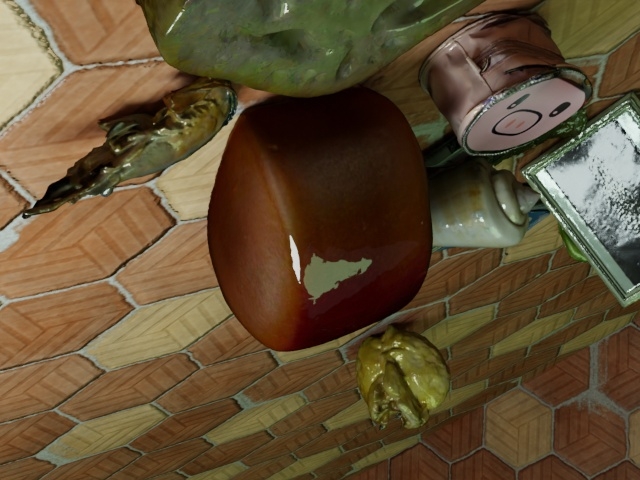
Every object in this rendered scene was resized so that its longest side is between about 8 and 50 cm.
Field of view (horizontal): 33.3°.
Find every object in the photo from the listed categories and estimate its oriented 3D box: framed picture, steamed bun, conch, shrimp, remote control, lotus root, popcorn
[{"bbox_3d":[0.492,-0.058,1.715,0.231,0.293,0.018,-38,-179,30],"label":"framed picture"},{"bbox_3d":[0.000,0.000,1.347,0.235,0.248,0.379,-16,157,-22],"label":"steamed bun"},{"bbox_3d":[0.196,-0.060,1.580,0.255,0.158,0.127,-4,132,12],"label":"conch"},{"bbox_3d":[-0.204,-0.109,1.121,0.262,0.066,0.117,-29,150,-31],"label":"shrimp"},{"bbox_3d":[0.222,-0.151,1.531,0.166,0.029,0.065,-34,164,25],"label":"remote control"},{"bbox_3d":[0.026,-0.254,0.968,0.390,0.111,0.375,-21,164,-14],"label":"lotus root"},{"bbox_3d":[0.178,0.292,2.306,0.190,0.253,0.191,-9,141,-7],"label":"popcorn"}]

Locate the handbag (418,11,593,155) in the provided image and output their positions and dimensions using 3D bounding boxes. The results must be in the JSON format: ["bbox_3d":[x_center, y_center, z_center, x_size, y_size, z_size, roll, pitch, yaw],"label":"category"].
[{"bbox_3d":[0.229,-0.190,1.322,0.205,0.116,0.179,2,146,-49],"label":"handbag"}]

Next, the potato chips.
[{"bbox_3d":[0.311,-0.152,1.640,0.209,0.026,0.142,-14,159,-26],"label":"potato chips"}]

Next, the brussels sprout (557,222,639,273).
[{"bbox_3d":[0.570,-0.037,1.872,0.294,0.227,0.259,-11,-163,-10],"label":"brussels sprout"}]

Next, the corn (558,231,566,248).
[{"bbox_3d":[0.637,-0.051,2.149,0.313,0.102,0.102,-27,160,1],"label":"corn"}]

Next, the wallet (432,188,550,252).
[{"bbox_3d":[0.288,-0.036,1.851,0.202,0.059,0.141,-9,161,-31],"label":"wallet"}]
